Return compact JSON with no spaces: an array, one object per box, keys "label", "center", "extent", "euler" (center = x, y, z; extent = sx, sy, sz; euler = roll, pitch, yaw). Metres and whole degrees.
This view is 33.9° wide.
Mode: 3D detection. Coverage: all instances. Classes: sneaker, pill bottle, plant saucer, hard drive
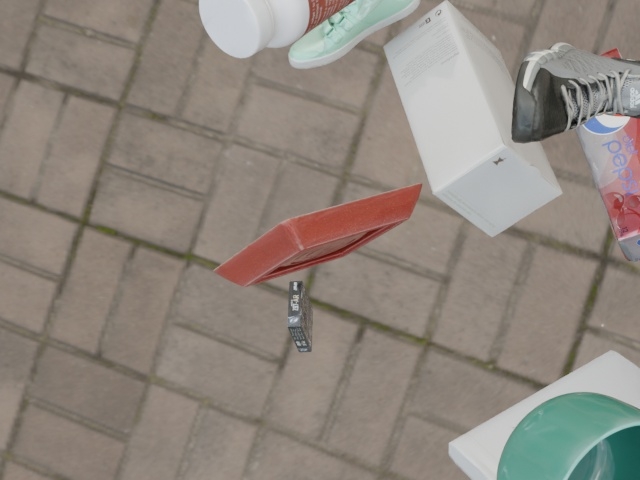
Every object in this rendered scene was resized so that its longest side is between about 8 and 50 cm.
[{"label":"sneaker","center":[0.276,-0.150,1.053],"extent":[0.132,0.229,0.086],"euler":[11,118,21]},{"label":"pill bottle","center":[-0.036,-0.301,1.227],"extent":[0.121,0.121,0.216],"euler":[38,53,15]},{"label":"plant saucer","center":[0.000,0.000,1.609],"extent":[0.258,0.259,0.047],"euler":[-33,76,56]},{"label":"sneaker","center":[0.030,-0.412,1.819],"extent":[0.256,0.151,0.094],"euler":[-30,40,10]},{"label":"hard drive","center":[0.412,0.317,1.646],"extent":[0.353,0.047,0.233],"euler":[-24,40,-24]}]

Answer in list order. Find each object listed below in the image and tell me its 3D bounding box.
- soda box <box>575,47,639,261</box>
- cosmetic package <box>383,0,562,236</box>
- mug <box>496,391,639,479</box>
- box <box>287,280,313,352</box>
[{"label":"soda box","center":[0.387,-0.110,1.343],"extent":[0.092,0.083,0.263],"euler":[-21,61,16]},{"label":"cosmetic package","center":[0.258,-0.214,1.817],"extent":[0.155,0.197,0.365],"euler":[-33,47,25]},{"label":"mug","center":[0.181,0.179,0.758],"extent":[0.158,0.097,0.129],"euler":[-12,105,-20]},{"label":"box","center":[-0.026,0.102,1.391],"extent":[0.018,0.083,0.067],"euler":[-3,60,9]}]
